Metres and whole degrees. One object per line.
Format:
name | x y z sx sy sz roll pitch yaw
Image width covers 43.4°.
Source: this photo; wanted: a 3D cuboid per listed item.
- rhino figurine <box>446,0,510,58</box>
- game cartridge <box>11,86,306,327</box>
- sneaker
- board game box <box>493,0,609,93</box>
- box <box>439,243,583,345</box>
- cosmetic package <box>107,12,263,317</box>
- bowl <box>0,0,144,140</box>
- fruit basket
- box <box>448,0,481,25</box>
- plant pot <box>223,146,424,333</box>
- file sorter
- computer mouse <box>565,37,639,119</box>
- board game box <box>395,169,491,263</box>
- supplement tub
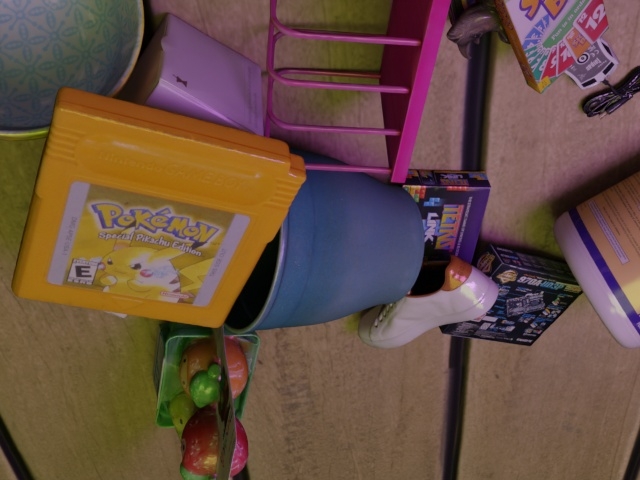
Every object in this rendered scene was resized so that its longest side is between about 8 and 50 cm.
rhino figurine | 0.209 -0.319 0.951 0.106 0.073 0.243 -4 134 -17
game cartridge | -0.202 -0.019 0.969 0.285 0.052 0.323 11 138 -21
sneaker | 0.145 0.089 1.319 0.123 0.106 0.290 41 138 -20
board game box | 0.270 -0.288 0.949 0.124 0.039 0.259 -44 144 4
box | 0.327 0.099 1.375 0.220 0.051 0.175 11 129 -31
cosmetic package | -0.238 -0.094 1.090 0.155 0.197 0.365 28 123 -25
bowl | -0.356 -0.242 0.956 0.290 0.289 0.156 6 171 -11
fruit basket | -0.191 0.280 1.302 0.166 0.353 0.327 6 129 -12
box | 0.273 -0.392 0.984 0.270 0.060 0.216 -16 129 7
plant pot | 0.000 0.000 1.163 0.255 0.271 0.271 4 130 -27
file sorter | 0.028 -0.242 0.957 0.182 0.202 0.290 2 142 -5
computer mouse | 0.380 -0.251 1.129 0.106 0.042 0.193 -36 130 27
board game box | 0.183 -0.031 1.283 0.141 0.048 0.170 1 130 -5
supplement tub | 0.553 -0.008 1.217 0.331 0.241 0.241 -31 126 19
